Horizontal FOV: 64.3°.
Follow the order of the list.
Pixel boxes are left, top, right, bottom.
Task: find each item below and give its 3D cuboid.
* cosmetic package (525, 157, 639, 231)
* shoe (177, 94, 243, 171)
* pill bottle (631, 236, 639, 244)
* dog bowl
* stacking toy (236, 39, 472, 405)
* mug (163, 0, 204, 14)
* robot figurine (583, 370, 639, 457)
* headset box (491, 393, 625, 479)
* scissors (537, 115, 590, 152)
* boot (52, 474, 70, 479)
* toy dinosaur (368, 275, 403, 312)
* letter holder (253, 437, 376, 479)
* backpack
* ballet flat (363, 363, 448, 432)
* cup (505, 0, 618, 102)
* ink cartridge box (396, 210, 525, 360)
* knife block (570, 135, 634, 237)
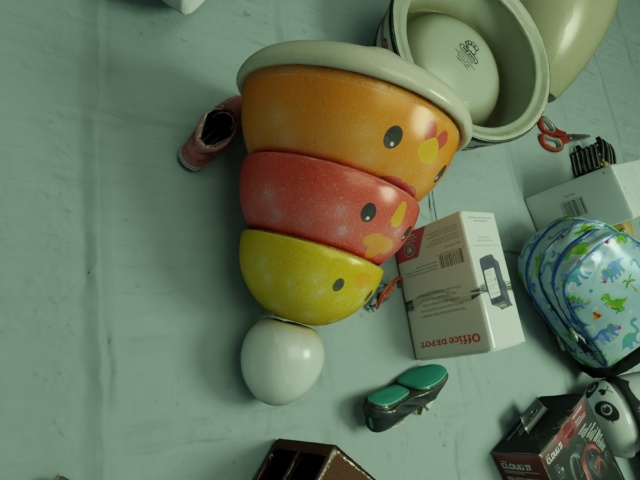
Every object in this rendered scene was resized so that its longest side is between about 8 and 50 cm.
[{"bbox_3d":[0.687,-0.096,1.273,0.225,0.224,0.138,-16,83,-38],"label":"cosmetic package"},{"bbox_3d":[-0.147,-0.181,0.791,0.063,0.081,0.178,44,54,-15],"label":"shoe"},{"bbox_3d":[0.775,0.081,1.334,0.208,0.119,0.119,-37,97,-42],"label":"pill bottle"},{"bbox_3d":[0.287,-0.376,1.093,0.408,0.150,0.407,6,76,-23],"label":"dog bowl"},{"bbox_3d":[0.000,0.000,0.740,0.351,0.351,0.479,17,85,-31],"label":"stacking toy"},{"bbox_3d":[-0.263,-0.561,0.752,0.328,0.276,0.374,32,27,-15],"label":"mug"},{"bbox_3d":[0.720,0.369,1.111,0.209,0.278,0.173,57,20,-65],"label":"robot figurine"},{"bbox_3d":[0.478,0.459,0.998,0.218,0.110,0.293,-25,89,-39],"label":"headset box"},{"bbox_3d":[0.733,-0.295,1.512,0.297,0.021,0.108,6,68,-35],"label":"scissors"},{"bbox_3d":[-0.297,0.316,0.538,0.087,0.042,0.118,50,55,0],"label":"boot"},{"bbox_3d":[0.120,0.093,0.899,0.082,0.090,0.047,-33,112,-8],"label":"toy dinosaur"},{"bbox_3d":[0.029,0.439,0.657,0.302,0.152,0.214,45,55,-15],"label":"letter holder"},{"bbox_3d":[0.613,0.105,1.128,0.355,0.290,0.273,51,9,4],"label":"backpack"},{"bbox_3d":[0.144,0.268,0.859,0.203,0.074,0.074,-10,80,-44],"label":"ballet flat"},{"bbox_3d":[0.527,-0.479,1.270,0.331,0.331,0.236,10,95,-33],"label":"cup"},{"bbox_3d":[0.243,0.085,0.920,0.100,0.172,0.237,0,74,-36],"label":"ink cartridge box"},{"bbox_3d":[0.830,-0.157,1.486,0.242,0.088,0.275,-36,96,-38],"label":"knife block"}]
